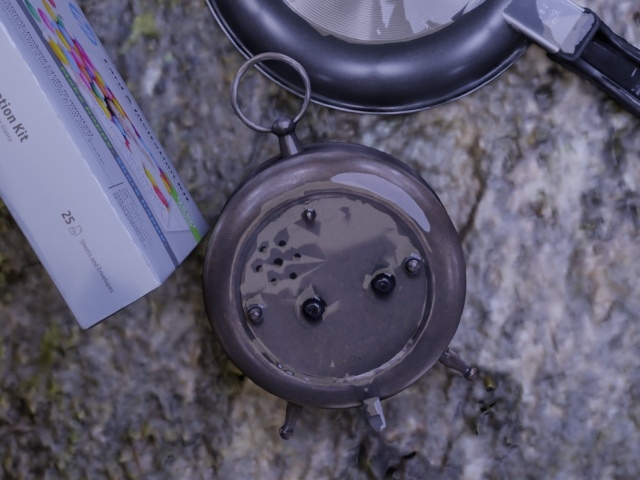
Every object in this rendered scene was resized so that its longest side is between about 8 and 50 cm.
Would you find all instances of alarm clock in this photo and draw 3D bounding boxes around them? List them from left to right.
[{"bbox_3d":[0.000,0.000,0.576,0.129,0.064,0.192,-19,97,5],"label":"alarm clock"}]

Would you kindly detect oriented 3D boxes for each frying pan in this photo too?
[{"bbox_3d":[0.067,-0.108,0.575,0.197,0.053,0.326,-35,92,7],"label":"frying pan"}]

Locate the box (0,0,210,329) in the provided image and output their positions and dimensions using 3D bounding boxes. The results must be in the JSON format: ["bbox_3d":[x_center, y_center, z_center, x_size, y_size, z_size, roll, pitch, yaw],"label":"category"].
[{"bbox_3d":[-0.108,-0.046,0.513,0.038,0.186,0.145,-30,95,3],"label":"box"}]
